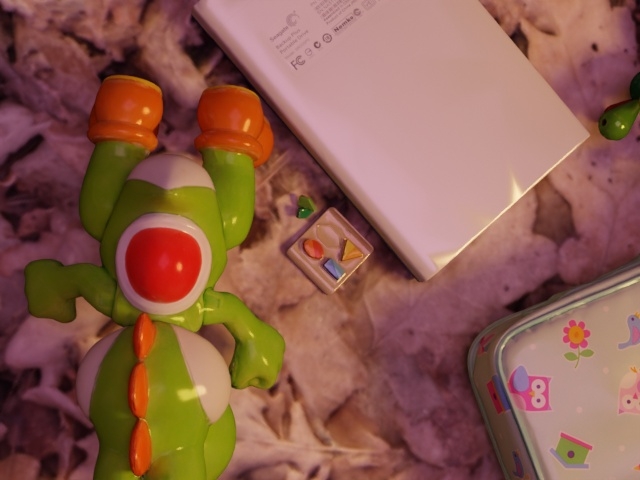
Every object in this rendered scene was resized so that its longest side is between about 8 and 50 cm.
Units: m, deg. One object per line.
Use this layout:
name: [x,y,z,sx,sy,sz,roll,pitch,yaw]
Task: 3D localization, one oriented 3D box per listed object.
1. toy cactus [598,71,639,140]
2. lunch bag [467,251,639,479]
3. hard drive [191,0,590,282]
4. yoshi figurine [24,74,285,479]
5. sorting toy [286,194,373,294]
toy cactus: [0.361,-0.148,1.090,0.219,0.112,0.180,-15,63,8]
lunch bag: [0.284,0.129,1.038,0.279,0.108,0.224,-20,83,-13]
hard drive: [0.066,-0.150,1.061,0.210,0.040,0.318,-41,92,-11]
yoshi figurine: [-0.130,0.061,0.967,0.203,0.204,0.362,25,60,-47]
sorting toy: [0.000,0.000,1.048,0.083,0.012,0.062,45,79,-3]
